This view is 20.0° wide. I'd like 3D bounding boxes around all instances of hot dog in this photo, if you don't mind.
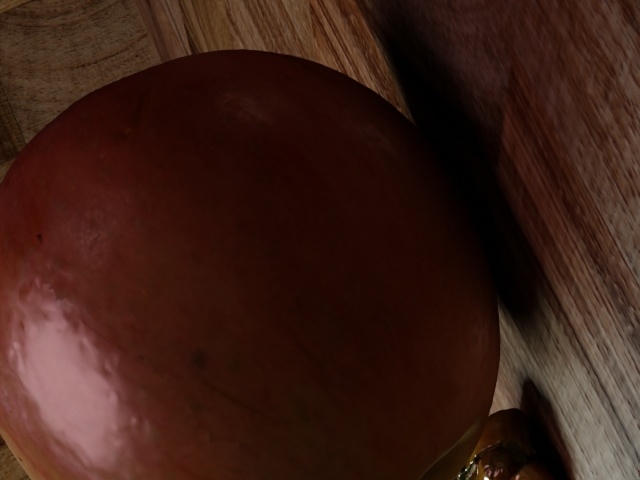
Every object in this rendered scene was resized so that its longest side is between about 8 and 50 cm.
[{"bbox_3d":[0.143,0.206,1.393,0.249,0.068,0.100,80,167,-64],"label":"hot dog"}]

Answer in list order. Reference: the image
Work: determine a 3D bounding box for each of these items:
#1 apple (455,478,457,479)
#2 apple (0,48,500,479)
[{"bbox_3d":[0.040,0.320,1.872,0.292,0.254,0.292,156,90,-80],"label":"apple"},{"bbox_3d":[-0.047,0.065,1.226,0.364,0.364,0.364,157,90,-84],"label":"apple"}]
